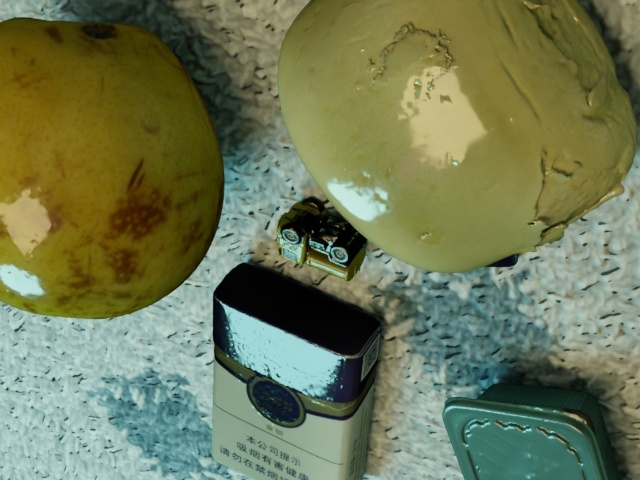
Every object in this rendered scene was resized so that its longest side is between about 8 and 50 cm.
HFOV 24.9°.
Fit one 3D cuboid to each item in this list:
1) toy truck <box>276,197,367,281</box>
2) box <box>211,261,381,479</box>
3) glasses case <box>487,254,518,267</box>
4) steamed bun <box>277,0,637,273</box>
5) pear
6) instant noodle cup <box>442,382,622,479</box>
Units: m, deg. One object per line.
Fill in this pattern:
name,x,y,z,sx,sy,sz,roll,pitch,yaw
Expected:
toy truck,0.000,0.000,1.344,0.083,0.049,0.054,22,137,18
box,-0.029,0.155,1.484,0.168,0.071,0.259,23,137,20
glasses case,0.134,0.008,1.270,0.083,0.023,0.033,6,128,33
steamed bun,0.094,-0.102,1.095,0.232,0.166,0.273,-23,110,47
pear,-0.215,-0.064,1.287,0.280,0.281,0.281,20,135,21
instant noodle cup,0.209,0.205,1.353,0.157,0.070,0.179,3,128,36
